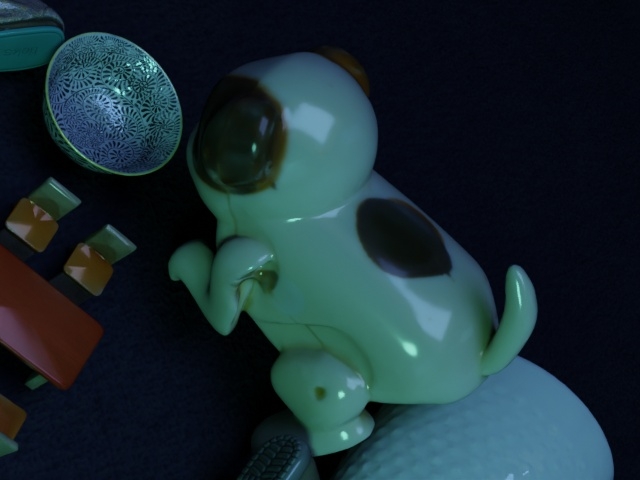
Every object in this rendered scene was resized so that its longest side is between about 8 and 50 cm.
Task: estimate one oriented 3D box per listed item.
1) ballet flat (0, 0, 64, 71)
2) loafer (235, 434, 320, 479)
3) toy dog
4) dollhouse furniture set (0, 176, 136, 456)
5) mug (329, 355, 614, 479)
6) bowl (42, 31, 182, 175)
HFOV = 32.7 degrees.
[{"bbox_3d":[-0.410,-0.213,1.104,0.316,0.107,0.106,-16,64,-50],"label":"ballet flat"},{"bbox_3d":[-0.079,0.322,1.130,0.251,0.094,0.087,-49,121,-16],"label":"loafer"},{"bbox_3d":[0.000,0.000,1.180,0.285,0.395,0.407,-36,106,-34],"label":"toy dog"},{"bbox_3d":[-0.321,0.038,1.036,0.259,0.135,0.262,42,49,-21],"label":"dollhouse furniture set"},{"bbox_3d":[0.146,0.361,1.261,0.328,0.276,0.374,-43,133,-38],"label":"mug"},{"bbox_3d":[-0.246,-0.139,1.218,0.170,0.080,0.170,17,62,-36],"label":"bowl"}]
